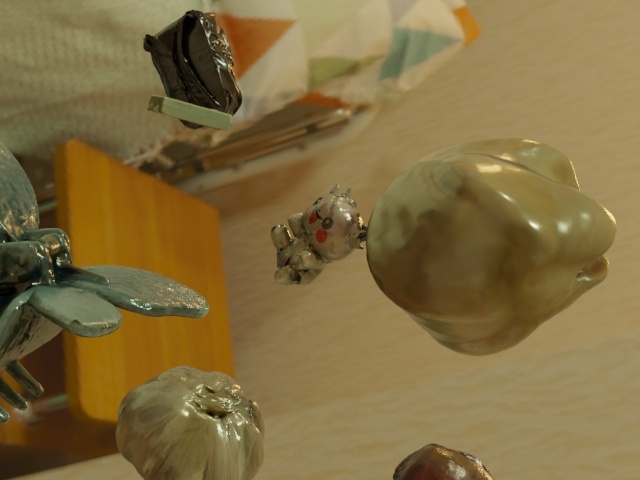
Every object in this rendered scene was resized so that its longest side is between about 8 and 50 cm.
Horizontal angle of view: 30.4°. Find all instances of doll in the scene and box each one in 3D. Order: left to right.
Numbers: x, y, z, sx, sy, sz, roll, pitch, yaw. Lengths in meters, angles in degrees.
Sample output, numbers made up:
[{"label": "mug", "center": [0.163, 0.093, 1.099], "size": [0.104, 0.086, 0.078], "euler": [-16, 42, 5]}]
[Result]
[{"label": "doll", "center": [0.000, 0.000, 1.915], "size": [0.095, 0.192, 0.149], "euler": [35, 26, -33]}]

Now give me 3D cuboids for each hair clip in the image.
[{"label": "hair clip", "center": [-0.380, 0.080, 1.423], "size": [0.392, 0.238, 0.318], "euler": [38, 12, -1]}]

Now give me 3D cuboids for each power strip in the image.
[{"label": "power strip", "center": [-0.111, -0.110, 1.023], "size": [0.083, 0.027, 0.017], "euler": [11, 96, -38]}]

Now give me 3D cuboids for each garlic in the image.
[{"label": "garlic", "center": [-0.181, 0.272, 1.690], "size": [0.228, 0.228, 0.152], "euler": [-77, -176, -50]}]

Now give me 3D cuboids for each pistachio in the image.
[{"label": "pistachio", "center": [0.250, -0.008, 1.746], "size": [0.445, 0.365, 0.281], "euler": [-66, 157, -54]}]

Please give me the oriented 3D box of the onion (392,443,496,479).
[{"label": "onion", "center": [0.105, 0.253, 0.822], "size": [0.151, 0.098, 0.206], "euler": [-44, 125, -39]}]

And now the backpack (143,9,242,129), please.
[{"label": "backpack", "center": [-0.179, -0.247, 1.734], "size": [0.106, 0.120, 0.165], "euler": [-18, 88, -55]}]
